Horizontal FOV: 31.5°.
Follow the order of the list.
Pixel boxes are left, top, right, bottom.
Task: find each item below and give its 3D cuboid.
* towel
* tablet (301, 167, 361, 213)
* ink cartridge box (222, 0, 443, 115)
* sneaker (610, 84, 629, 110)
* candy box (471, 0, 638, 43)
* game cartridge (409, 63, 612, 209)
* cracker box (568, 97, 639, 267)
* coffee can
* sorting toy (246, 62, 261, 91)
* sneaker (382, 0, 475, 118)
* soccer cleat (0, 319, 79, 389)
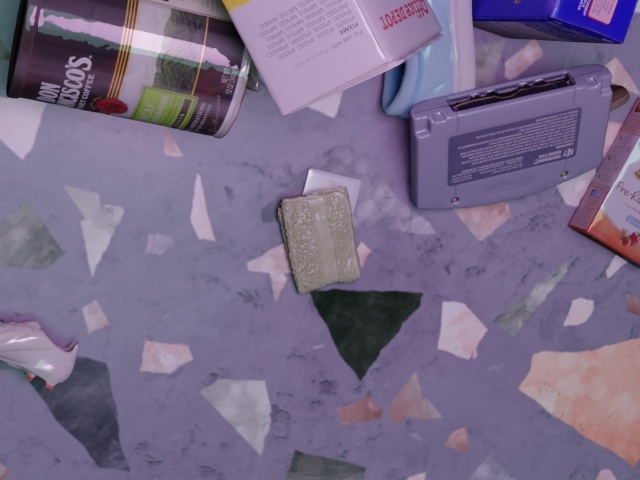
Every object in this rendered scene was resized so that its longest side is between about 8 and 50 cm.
[{"bbox_3d":[0.000,0.000,1.645,0.110,0.027,0.148,-14,107,-12],"label":"towel"},{"bbox_3d":[0.015,-0.071,1.651,0.083,0.006,0.054,12,97,-18],"label":"tablet"},{"bbox_3d":[-0.026,-0.372,1.392,0.160,0.279,0.384,-25,98,25],"label":"ink cartridge box"},{"bbox_3d":[0.376,-0.219,1.701,0.189,0.066,0.071,-16,104,-14],"label":"sneaker"},{"bbox_3d":[0.319,-0.406,1.516,0.122,0.317,0.268,17,95,-22],"label":"candy box"},{"bbox_3d":[0.270,-0.141,1.639,0.294,0.060,0.196,-13,133,-8],"label":"game cartridge"},{"bbox_3d":[0.512,-0.084,1.767,0.156,0.067,0.232,28,91,-20],"label":"cracker box"},{"bbox_3d":[-0.240,-0.253,1.436,0.276,0.201,0.201,10,97,-19],"label":"coffee can"},{"bbox_3d":[-0.098,-0.243,1.547,0.045,0.075,0.083,-5,101,-16],"label":"sorting toy"},{"bbox_3d":[0.119,-0.342,1.564,0.150,0.135,0.365,-14,103,-17],"label":"sneaker"},{"bbox_3d":[-0.421,0.132,1.530,0.196,0.068,0.076,29,86,-27],"label":"soccer cleat"}]
